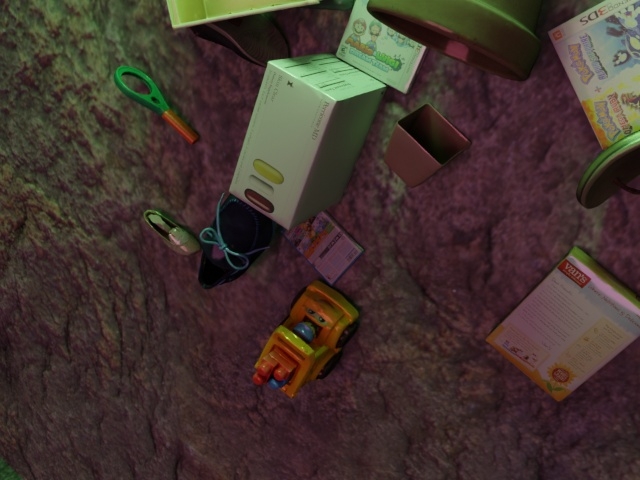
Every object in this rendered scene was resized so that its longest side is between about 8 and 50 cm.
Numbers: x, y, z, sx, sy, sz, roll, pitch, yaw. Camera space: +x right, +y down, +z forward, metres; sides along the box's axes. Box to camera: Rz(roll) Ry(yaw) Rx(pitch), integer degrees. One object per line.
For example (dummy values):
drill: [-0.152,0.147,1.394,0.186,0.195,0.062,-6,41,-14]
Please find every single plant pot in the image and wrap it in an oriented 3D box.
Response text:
plant pot: [0.176,-0.158,1.146,0.109,0.109,0.096,46,139,9]
plant pot: [0.232,-0.387,0.946,0.263,0.263,0.229,31,105,19]

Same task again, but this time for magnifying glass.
magnifying glass: [-0.361,-0.299,1.444,0.231,0.092,0.026,42,123,-1]

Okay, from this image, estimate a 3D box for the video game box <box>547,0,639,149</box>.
video game box: [0.463,-0.262,0.952,0.187,0.048,0.205,-24,95,39]

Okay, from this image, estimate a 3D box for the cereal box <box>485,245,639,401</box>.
cereal box: [0.430,0.150,1.137,0.173,0.047,0.240,42,125,11]

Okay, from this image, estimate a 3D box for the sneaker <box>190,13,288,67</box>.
sneaker: [-0.164,-0.406,1.283,0.222,0.118,0.083,34,83,-10]

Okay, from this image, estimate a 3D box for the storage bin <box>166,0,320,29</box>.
storage bin: [-0.131,-0.507,1.080,0.263,0.123,0.260,-4,109,19]

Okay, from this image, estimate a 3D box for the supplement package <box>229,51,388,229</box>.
supplement package: [-0.022,-0.185,1.191,0.145,0.204,0.261,32,122,17]

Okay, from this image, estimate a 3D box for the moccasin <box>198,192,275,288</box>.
moccasin: [-0.182,0.018,1.366,0.138,0.117,0.342,39,147,10]

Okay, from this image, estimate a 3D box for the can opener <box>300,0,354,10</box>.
can opener: [-0.080,-0.459,1.186,0.284,0.095,0.075,15,116,27]

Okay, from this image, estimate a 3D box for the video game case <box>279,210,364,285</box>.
video game case: [0.000,0.000,1.370,0.166,0.015,0.119,46,127,8]

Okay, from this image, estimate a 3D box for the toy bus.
toy bus: [-0.048,0.220,1.368,0.149,0.211,0.220,38,123,16]

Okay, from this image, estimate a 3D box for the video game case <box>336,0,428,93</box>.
video game case: [0.116,-0.357,1.150,0.157,0.019,0.143,34,123,17]

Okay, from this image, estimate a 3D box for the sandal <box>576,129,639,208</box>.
sandal: [0.506,-0.119,0.926,0.303,0.120,0.086,-31,63,36]

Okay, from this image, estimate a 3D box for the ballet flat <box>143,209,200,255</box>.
ballet flat: [-0.361,-0.019,1.559,0.168,0.057,0.052,30,158,20]
